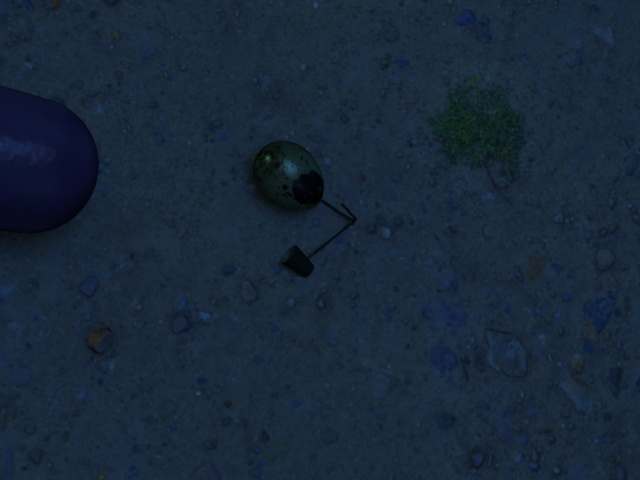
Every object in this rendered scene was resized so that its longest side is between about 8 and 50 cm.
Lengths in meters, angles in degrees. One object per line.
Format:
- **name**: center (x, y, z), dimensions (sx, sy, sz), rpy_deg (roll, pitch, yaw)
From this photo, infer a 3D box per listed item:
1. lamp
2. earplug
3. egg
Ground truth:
- **lamp**: center (0.000, 0.001, 1.916), dimensions (0.054, 0.041, 0.121), rpy_deg (42, 69, -18)
- **earplug**: center (-0.488, -0.118, 1.651), dimensions (0.456, 0.215, 0.215), rpy_deg (11, 74, -23)
- **egg**: center (-0.042, -0.086, 1.889), dimensions (0.110, 0.085, 0.085), rpy_deg (48, 65, -14)
